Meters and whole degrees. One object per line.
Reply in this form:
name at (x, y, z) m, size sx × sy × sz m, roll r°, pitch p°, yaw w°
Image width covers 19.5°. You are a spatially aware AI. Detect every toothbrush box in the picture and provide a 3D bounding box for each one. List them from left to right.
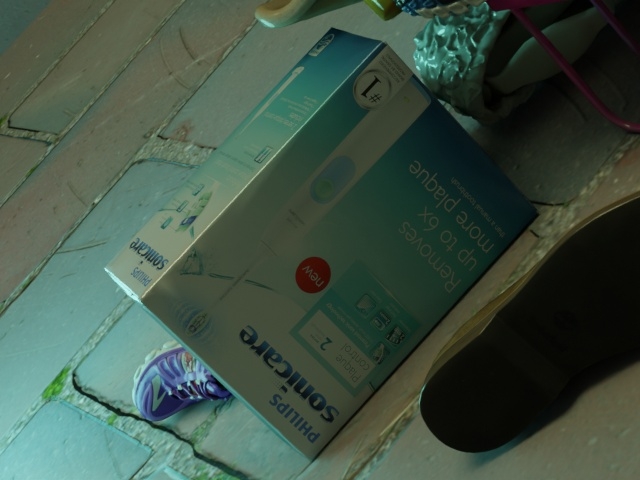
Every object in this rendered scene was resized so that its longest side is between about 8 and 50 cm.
toothbrush box at (0.000, 0.000, 1.591) m, size 0.295 × 0.216 × 0.126 m, roll -46°, pitch 23°, yaw -5°

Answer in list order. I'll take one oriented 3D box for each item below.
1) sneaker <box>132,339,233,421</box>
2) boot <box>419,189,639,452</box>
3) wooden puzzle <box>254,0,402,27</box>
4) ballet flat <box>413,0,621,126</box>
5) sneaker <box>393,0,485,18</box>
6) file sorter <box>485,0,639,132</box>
sneaker at (-0.113, 0.127, 1.759) m, size 0.170 × 0.068 × 0.071 m, roll -34°, pitch 35°, yaw 28°
boot at (0.199, 0.030, 1.369) m, size 0.305 × 0.112 × 0.115 m, roll -37°, pitch 14°, yaw 22°
wooden puzzle at (0.132, -0.305, 1.663) m, size 0.348 × 0.080 × 0.322 m, roll -42°, pitch -4°, yaw 26°
ballet flat at (0.262, -0.257, 1.723) m, size 0.409 × 0.147 × 0.147 m, roll -45°, pitch 22°, yaw 14°
sneaker at (0.140, -0.249, 1.522) m, size 0.190 × 0.071 × 0.083 m, roll -32°, pitch 16°, yaw 17°
file sorter at (0.320, -0.252, 1.532) m, size 0.202 × 0.182 × 0.291 m, roll -1°, pitch 49°, yaw 57°
